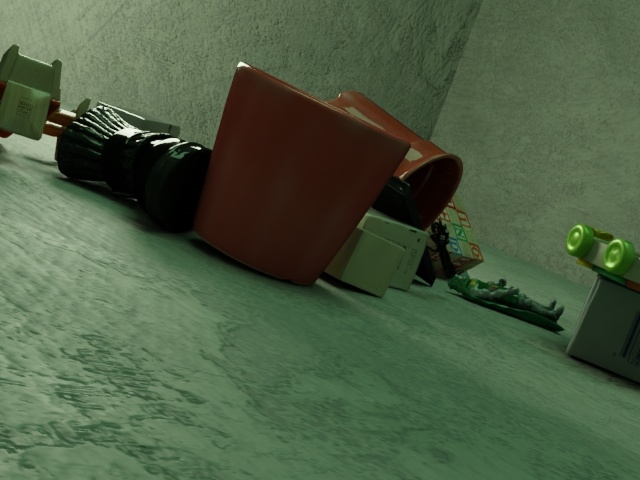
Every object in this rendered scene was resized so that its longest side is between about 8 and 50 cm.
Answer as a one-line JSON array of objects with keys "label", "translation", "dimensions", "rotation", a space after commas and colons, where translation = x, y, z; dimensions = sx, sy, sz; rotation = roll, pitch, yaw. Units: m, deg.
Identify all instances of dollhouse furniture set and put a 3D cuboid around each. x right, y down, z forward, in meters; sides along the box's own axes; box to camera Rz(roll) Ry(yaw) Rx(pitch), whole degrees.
[{"label": "dollhouse furniture set", "translation": [-0.504, -0.206, 1.633], "dimensions": [0.262, 0.135, 0.259], "rotation": [17, -17, -28]}]

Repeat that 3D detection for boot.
[{"label": "boot", "translation": [-0.285, -0.118, 1.551], "dimensions": [0.260, 0.131, 0.348], "rotation": [23, 1, 6]}]

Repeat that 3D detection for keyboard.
[{"label": "keyboard", "translation": [0.173, -0.012, 1.863], "dimensions": [0.201, 0.033, 0.317], "rotation": [36, -16, 31]}]

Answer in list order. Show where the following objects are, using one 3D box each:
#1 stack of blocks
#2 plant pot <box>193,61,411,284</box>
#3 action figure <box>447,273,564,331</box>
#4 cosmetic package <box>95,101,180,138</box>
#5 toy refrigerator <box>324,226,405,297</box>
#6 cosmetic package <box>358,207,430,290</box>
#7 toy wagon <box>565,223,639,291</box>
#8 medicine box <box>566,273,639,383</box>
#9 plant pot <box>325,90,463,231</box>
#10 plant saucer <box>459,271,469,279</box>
[{"label": "stack of blocks", "translation": [0.240, -0.076, 2.282], "dimensions": [0.171, 0.087, 0.297], "rotation": [14, 52, -48]}, {"label": "plant pot", "translation": [-0.045, -0.086, 1.442], "dimensions": [0.275, 0.243, 0.275], "rotation": [26, 8, -4]}, {"label": "action figure", "translation": [0.358, 0.110, 2.009], "dimensions": [0.232, 0.063, 0.137], "rotation": [16, 10, -10]}, {"label": "cosmetic package", "translation": [-0.353, -0.179, 1.909], "dimensions": [0.107, 0.127, 0.238], "rotation": [20, 8, 4]}, {"label": "toy refrigerator", "translation": [0.000, 0.000, 1.643], "dimensions": [0.102, 0.094, 0.269], "rotation": [24, 2, -42]}, {"label": "cosmetic package", "translation": [0.028, -0.023, 1.833], "dimensions": [0.160, 0.113, 0.309], "rotation": [16, 7, -39]}, {"label": "toy wagon", "translation": [0.541, 0.045, 1.717], "dimensions": [0.267, 0.068, 0.344], "rotation": [18, 6, -19]}, {"label": "medicine box", "translation": [0.585, 0.168, 1.791], "dimensions": [0.264, 0.149, 0.289], "rotation": [22, 7, 15]}, {"label": "plant pot", "translation": [0.101, -0.150, 2.093], "dimensions": [0.265, 0.272, 0.272], "rotation": [46, 17, 24]}, {"label": "plant saucer", "translation": [0.265, 0.044, 2.396], "dimensions": [0.195, 0.037, 0.195], "rotation": [21, 5, -2]}]
